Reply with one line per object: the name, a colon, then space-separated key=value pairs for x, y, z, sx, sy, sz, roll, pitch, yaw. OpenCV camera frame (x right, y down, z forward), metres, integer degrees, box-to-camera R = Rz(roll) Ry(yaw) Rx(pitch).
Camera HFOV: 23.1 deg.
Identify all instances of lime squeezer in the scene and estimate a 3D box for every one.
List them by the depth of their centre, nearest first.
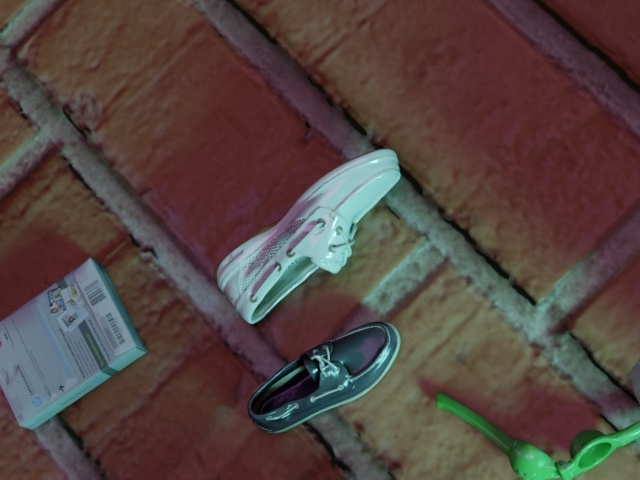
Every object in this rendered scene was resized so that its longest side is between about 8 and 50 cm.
lime squeezer: x=0.279 y=0.221 z=1.762 sx=0.310 sy=0.059 sz=0.110 roll=-5 pitch=42 yaw=20

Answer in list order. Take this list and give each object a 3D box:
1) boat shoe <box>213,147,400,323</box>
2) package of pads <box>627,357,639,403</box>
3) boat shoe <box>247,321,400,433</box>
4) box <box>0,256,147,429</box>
boat shoe: x=0.000 y=0.000 z=1.901 sx=0.277 sy=0.098 sz=0.096 roll=-40 pitch=65 yaw=15
package of pads: x=0.490 y=0.087 z=1.588 sx=0.229 sy=0.101 sz=0.297 roll=25 pitch=111 yaw=-12
boat shoe: x=0.002 y=0.161 z=1.863 sx=0.206 sy=0.065 sz=0.075 roll=-33 pitch=65 yaw=7
box: x=-0.333 y=0.133 z=2.009 sx=0.186 sy=0.038 sz=0.145 roll=-34 pitch=65 yaw=6
